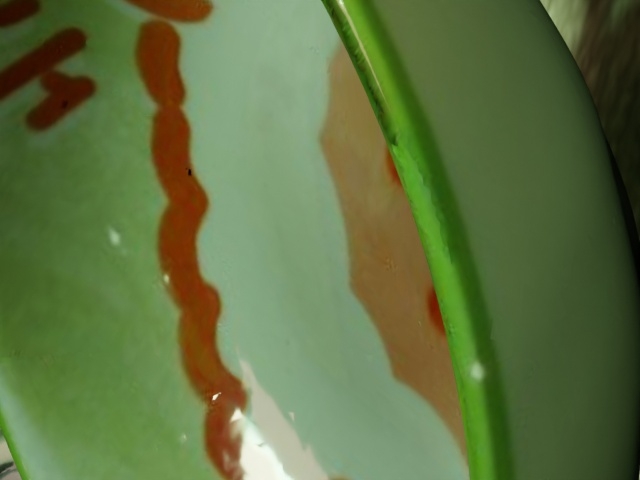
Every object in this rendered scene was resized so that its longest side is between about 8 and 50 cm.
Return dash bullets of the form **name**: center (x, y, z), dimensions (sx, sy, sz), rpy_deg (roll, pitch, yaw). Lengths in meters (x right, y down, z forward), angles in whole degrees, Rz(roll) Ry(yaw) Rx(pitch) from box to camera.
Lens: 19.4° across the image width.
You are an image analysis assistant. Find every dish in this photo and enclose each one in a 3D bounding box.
- **dish**: center (0.000, 0.000, 0.556), dimensions (0.324, 0.124, 0.324), rpy_deg (37, 136, 47)

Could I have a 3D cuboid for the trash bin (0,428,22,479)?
- **trash bin**: center (-0.107, 0.176, 0.944), dimensions (0.290, 0.182, 0.209), rpy_deg (-136, 59, -85)
